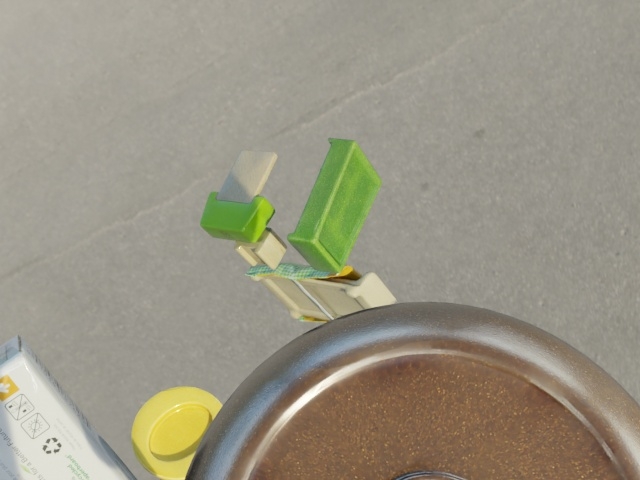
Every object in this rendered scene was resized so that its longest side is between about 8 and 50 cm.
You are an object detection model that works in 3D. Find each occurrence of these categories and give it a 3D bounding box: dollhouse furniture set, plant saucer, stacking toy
[{"bbox_3d":[0.000,0.000,1.158,0.198,0.301,0.151,8,63,33],"label":"dollhouse furniture set"},{"bbox_3d":[0.063,0.176,0.450,0.311,0.050,0.310,-2,69,5],"label":"plant saucer"},{"bbox_3d":[-0.181,0.369,0.974,0.279,0.130,0.309,39,62,21],"label":"stacking toy"}]

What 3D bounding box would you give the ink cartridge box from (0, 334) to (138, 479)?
[{"bbox_3d":[-0.310,0.294,0.729,0.307,0.303,0.072,-34,23,-9],"label":"ink cartridge box"}]
